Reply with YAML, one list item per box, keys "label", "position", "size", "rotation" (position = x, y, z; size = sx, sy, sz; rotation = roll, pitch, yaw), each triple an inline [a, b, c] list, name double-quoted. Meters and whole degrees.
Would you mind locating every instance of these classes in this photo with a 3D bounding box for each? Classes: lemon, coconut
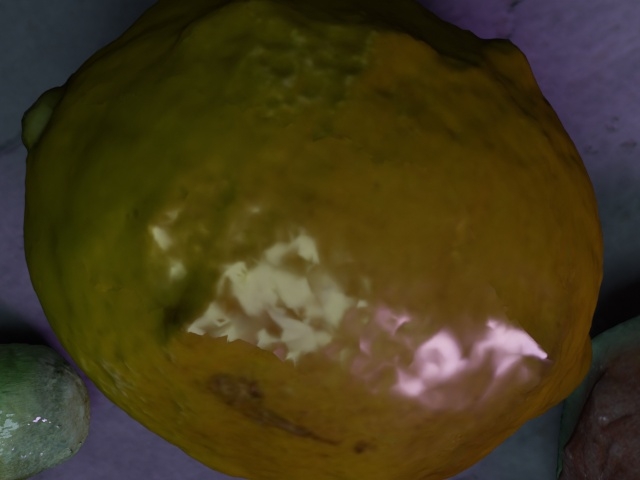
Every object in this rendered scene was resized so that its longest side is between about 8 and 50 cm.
- label: "lemon"
  position: [0.000, 0.000, 0.583]
  size: [0.288, 0.233, 0.233]
  rotation: [24, 121, -9]
- label: "coconut"
  position: [-0.187, 0.102, 0.753]
  size: [0.096, 0.088, 0.088]
  rotation: [-8, 119, 6]

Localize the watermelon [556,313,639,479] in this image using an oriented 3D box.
- label: "watermelon"
  position: [0.275, 0.159, 0.641]
  size: [0.250, 0.292, 0.283]
  rotation: [-31, 115, -9]
